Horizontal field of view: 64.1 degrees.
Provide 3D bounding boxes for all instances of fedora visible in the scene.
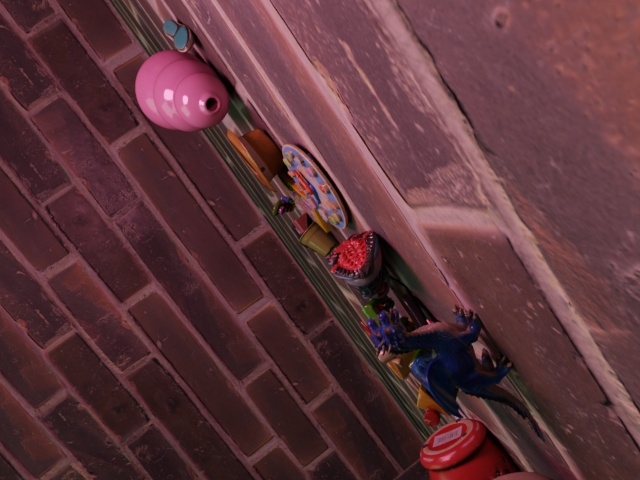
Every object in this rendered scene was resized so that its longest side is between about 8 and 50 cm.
[{"bbox_3d":[-0.145,-0.208,1.242,0.194,0.079,0.194,50,176,5],"label":"fedora"}]

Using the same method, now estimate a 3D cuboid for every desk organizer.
[{"bbox_3d":[-0.052,-0.044,1.521,0.047,0.050,0.130,54,173,2],"label":"desk organizer"}]

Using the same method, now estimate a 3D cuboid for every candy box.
[{"bbox_3d":[-0.042,-0.105,1.269,0.206,0.027,0.105,46,172,49],"label":"candy box"}]

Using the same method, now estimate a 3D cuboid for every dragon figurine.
[{"bbox_3d":[0.186,0.192,0.731,0.289,0.144,0.085,55,173,-8],"label":"dragon figurine"}]

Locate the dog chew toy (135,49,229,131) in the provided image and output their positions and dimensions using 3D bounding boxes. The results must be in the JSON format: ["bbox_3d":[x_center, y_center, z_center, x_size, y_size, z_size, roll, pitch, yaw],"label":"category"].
[{"bbox_3d":[-0.338,-0.368,1.295,0.332,0.207,0.206,33,160,50],"label":"dog chew toy"}]

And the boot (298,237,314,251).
[{"bbox_3d":[-0.032,0.005,1.663,0.099,0.045,0.121,44,167,39],"label":"boot"}]

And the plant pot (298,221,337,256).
[{"bbox_3d":[0.000,0.000,1.332,0.079,0.083,0.083,41,171,8],"label":"plant pot"}]

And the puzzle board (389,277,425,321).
[{"bbox_3d":[0.177,0.128,1.026,0.128,0.011,0.096,57,173,-19],"label":"puzzle board"}]

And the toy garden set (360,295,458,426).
[{"bbox_3d":[0.173,0.206,0.944,0.244,0.049,0.204,50,-157,7],"label":"toy garden set"}]

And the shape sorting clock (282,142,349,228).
[{"bbox_3d":[-0.014,-0.106,1.032,0.206,0.040,0.206,52,173,9],"label":"shape sorting clock"}]

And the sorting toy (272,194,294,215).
[{"bbox_3d":[-0.106,-0.103,1.566,0.042,0.061,0.102,24,-156,12],"label":"sorting toy"}]

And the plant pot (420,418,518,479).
[{"bbox_3d":[0.335,0.523,1.170,0.174,0.191,0.191,57,173,1],"label":"plant pot"}]

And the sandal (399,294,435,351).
[{"bbox_3d":[0.207,0.167,0.924,0.179,0.040,0.067,59,173,25],"label":"sandal"}]

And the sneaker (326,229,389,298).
[{"bbox_3d":[0.093,0.053,0.964,0.125,0.104,0.262,44,-178,-4],"label":"sneaker"}]

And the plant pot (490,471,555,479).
[{"bbox_3d":[0.349,0.526,0.745,0.333,0.334,0.305,56,-176,-13],"label":"plant pot"}]

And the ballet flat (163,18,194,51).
[{"bbox_3d":[-0.335,-0.500,1.256,0.052,0.057,0.168,21,-156,-47],"label":"ballet flat"}]

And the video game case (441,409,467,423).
[{"bbox_3d":[0.369,0.490,1.430,0.206,0.026,0.227,50,172,32],"label":"video game case"}]

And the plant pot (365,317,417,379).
[{"bbox_3d":[0.178,0.227,1.138,0.134,0.095,0.134,53,173,9],"label":"plant pot"}]
